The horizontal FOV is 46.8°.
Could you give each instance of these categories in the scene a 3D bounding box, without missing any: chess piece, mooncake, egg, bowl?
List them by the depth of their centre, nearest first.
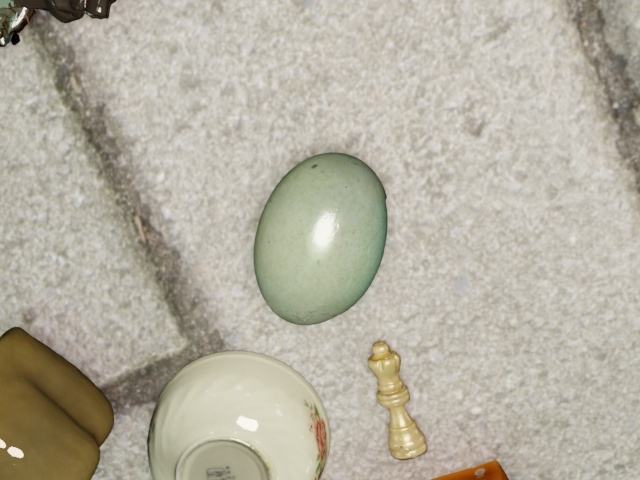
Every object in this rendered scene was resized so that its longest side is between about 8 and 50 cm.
[{"bbox_3d":[0.000,0.000,0.969,0.169,0.169,0.236,15,105,1],"label":"egg"},{"bbox_3d":[-0.450,0.312,0.977,0.201,0.378,0.378,41,102,-12],"label":"mooncake"},{"bbox_3d":[-0.125,0.311,1.063,0.277,0.145,0.277,0,103,2],"label":"bowl"},{"bbox_3d":[0.107,0.228,1.070,0.060,0.060,0.172,-14,97,7],"label":"chess piece"}]

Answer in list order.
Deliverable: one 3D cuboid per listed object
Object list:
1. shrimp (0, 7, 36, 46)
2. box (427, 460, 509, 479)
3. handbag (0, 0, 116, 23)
[{"bbox_3d":[-0.440,-0.388,0.968,0.178,0.075,0.289,26,102,2],"label":"shrimp"},{"bbox_3d":[0.113,0.426,1.012,0.341,0.225,0.143,-19,79,8],"label":"box"},{"bbox_3d":[-0.385,-0.388,0.887,0.285,0.113,0.257,0,95,-1],"label":"handbag"}]
